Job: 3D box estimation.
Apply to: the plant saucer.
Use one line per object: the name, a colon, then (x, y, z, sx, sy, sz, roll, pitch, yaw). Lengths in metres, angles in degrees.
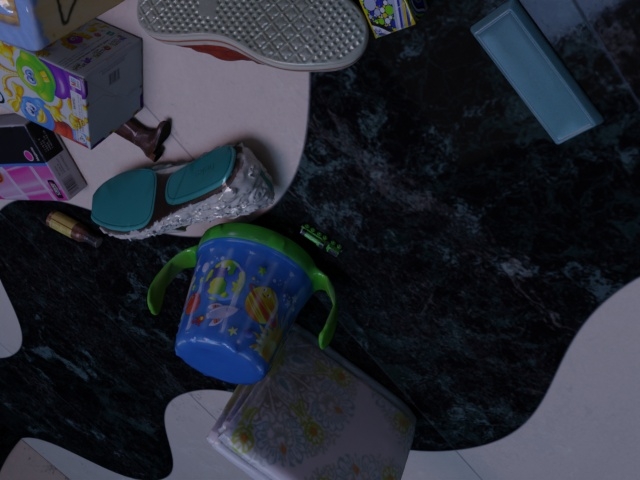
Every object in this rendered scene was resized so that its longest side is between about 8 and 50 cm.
plant saucer: (0.263, -0.199, 0.777, 0.192, 0.018, 0.067, 48, 136, -14)

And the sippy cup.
sippy cup: (-0.142, 0.124, 1.131, 0.306, 0.224, 0.240, -16, 134, 41)

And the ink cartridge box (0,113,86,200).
ink cartridge box: (-0.675, -0.173, 1.344, 0.371, 0.069, 0.175, 4, 130, 31)

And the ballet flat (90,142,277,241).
ballet flat: (-0.246, -0.064, 1.137, 0.409, 0.147, 0.147, -8, 124, 37)

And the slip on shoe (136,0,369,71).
slip on shoe: (-0.086, -0.289, 0.850, 0.332, 0.101, 0.122, 13, 94, 23)

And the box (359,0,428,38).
box: (0.064, -0.333, 0.748, 0.059, 0.054, 0.168, -8, 124, 37)

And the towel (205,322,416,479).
towel: (0.001, 0.366, 1.232, 0.374, 0.320, 0.090, 37, 132, -3)

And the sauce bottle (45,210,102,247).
sauce bottle: (-0.545, -0.023, 1.413, 0.128, 0.042, 0.042, 29, 137, 8)

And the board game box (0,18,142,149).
board game box: (-0.447, -0.289, 1.034, 0.275, 0.144, 0.142, 26, 138, 9)

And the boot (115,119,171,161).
boot: (-0.324, -0.203, 1.122, 0.114, 0.037, 0.106, 39, 135, 1)

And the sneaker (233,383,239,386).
sneaker: (-0.123, 0.307, 1.428, 0.341, 0.125, 0.140, 50, 163, -21)

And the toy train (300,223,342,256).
toy train: (0.000, 0.000, 1.114, 0.083, 0.023, 0.017, 32, 138, 1)

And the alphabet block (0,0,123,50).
alphabet block: (-0.408, -0.402, 0.868, 0.194, 0.197, 0.192, 22, 136, 12)
